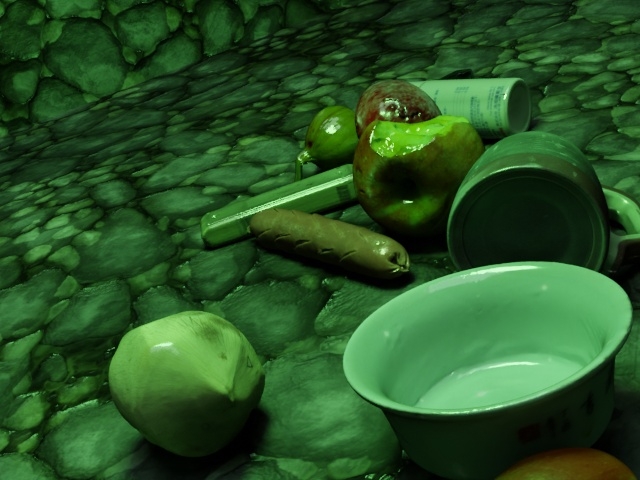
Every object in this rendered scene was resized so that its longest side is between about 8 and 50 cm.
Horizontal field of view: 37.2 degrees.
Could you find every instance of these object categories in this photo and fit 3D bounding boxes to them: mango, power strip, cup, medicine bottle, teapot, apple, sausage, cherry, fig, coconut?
[{"bbox_3d":[0.206,0.312,0.955,0.289,0.129,0.146,-40,27,-28],"label":"mango"},{"bbox_3d":[-0.059,-0.075,1.950,0.387,0.066,0.092,-20,24,-1],"label":"power strip"},{"bbox_3d":[0.213,0.174,1.162,0.347,0.163,0.347,-14,21,6],"label":"cup"},{"bbox_3d":[0.282,-0.287,2.084,0.341,0.130,0.130,4,33,37],"label":"medicine bottle"},{"bbox_3d":[0.294,-0.349,2.253,0.177,0.087,0.096,-29,24,-23],"label":"teapot"},{"bbox_3d":[0.180,-0.132,1.704,0.246,0.246,0.226,-5,27,23],"label":"apple"},{"bbox_3d":[0.001,-0.001,1.740,0.088,0.088,0.433,-34,31,-32],"label":"sausage"},{"bbox_3d":[0.156,-0.248,1.990,0.192,0.175,0.249,6,35,-28],"label":"cherry"},{"bbox_3d":[0.373,-0.049,1.500,0.315,0.233,0.312,20,29,6],"label":"teapot"},{"bbox_3d":[0.013,-0.215,2.085,0.186,0.148,0.142,-15,64,-31],"label":"fig"},{"bbox_3d":[-0.181,0.196,1.329,0.224,0.224,0.224,-13,26,7],"label":"coconut"}]
